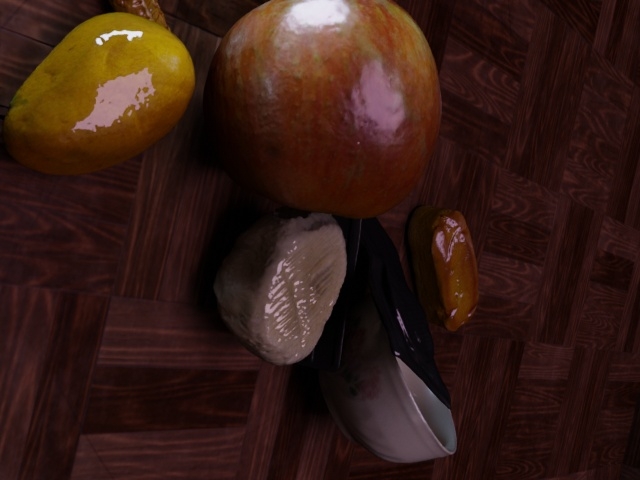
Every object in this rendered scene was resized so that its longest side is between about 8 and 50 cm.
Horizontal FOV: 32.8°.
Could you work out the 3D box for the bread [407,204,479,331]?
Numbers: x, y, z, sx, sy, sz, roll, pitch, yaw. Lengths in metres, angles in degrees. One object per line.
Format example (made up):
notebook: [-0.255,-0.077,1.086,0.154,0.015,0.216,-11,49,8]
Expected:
bread: [0.213,0.050,1.882,0.102,0.094,0.245,-42,134,-35]

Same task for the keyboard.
keyboard: [0.005,-0.004,1.532,0.041,0.104,0.381,-34,133,-66]

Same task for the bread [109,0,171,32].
bread: [-0.192,-0.234,1.199,0.052,0.044,0.157,-58,143,-32]

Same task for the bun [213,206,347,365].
bun: [-0.056,0.051,1.427,0.220,0.134,0.220,-41,139,-49]

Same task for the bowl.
bowl: [0.089,0.219,1.653,0.277,0.145,0.277,57,16,-26]

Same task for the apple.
apple: [0.009,-0.149,1.298,0.302,0.302,0.301,-26,122,-51]

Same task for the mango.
mango: [-0.229,-0.150,1.117,0.227,0.109,0.147,-33,125,-33]

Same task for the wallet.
wallet: [0.109,0.075,1.611,0.247,0.041,0.322,51,16,-53]
